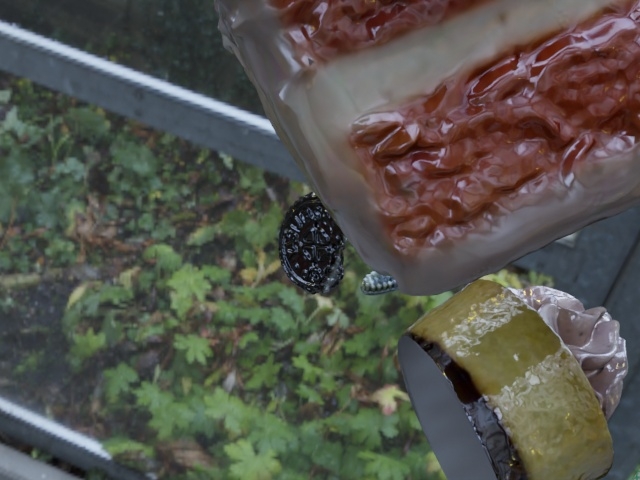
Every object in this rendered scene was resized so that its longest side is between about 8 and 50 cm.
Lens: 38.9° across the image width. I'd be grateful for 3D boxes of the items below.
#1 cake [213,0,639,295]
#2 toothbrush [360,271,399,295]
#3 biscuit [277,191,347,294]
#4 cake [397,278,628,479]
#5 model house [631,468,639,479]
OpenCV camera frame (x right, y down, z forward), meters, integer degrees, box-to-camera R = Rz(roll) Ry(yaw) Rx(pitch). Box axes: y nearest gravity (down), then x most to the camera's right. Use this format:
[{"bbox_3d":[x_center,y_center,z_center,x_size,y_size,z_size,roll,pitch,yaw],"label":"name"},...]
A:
[{"bbox_3d":[0.103,-0.134,0.537,0.309,0.237,0.230,-26,12,4],"label":"cake"},{"bbox_3d":[0.211,-0.028,0.843,0.376,0.037,0.028,-23,74,-1],"label":"toothbrush"},{"bbox_3d":[0.000,0.000,0.788,0.027,0.089,0.087,-7,74,-55],"label":"biscuit"},{"bbox_3d":[0.180,0.126,0.763,0.178,0.185,0.207,-20,70,-10],"label":"cake"},{"bbox_3d":[0.443,0.323,0.989,0.206,0.178,0.271,22,17,-49],"label":"model house"}]
